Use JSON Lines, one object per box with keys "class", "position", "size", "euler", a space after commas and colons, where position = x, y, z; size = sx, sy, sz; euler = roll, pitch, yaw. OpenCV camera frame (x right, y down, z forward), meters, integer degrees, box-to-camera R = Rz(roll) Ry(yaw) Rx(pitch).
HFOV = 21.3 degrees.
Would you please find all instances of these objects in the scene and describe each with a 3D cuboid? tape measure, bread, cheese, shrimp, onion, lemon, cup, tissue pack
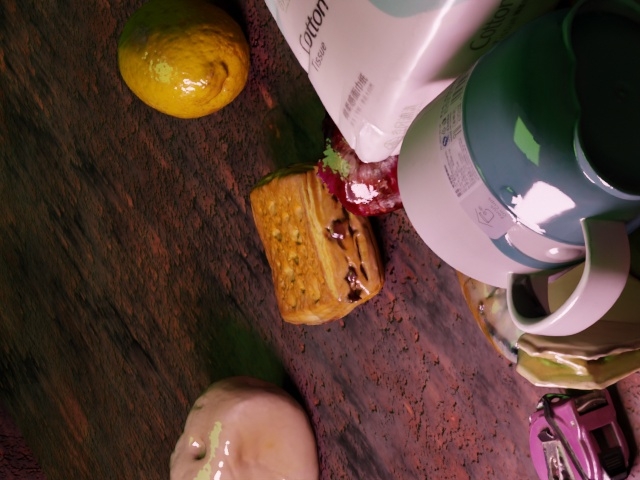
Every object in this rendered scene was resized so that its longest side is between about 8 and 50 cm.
{"class": "tape measure", "position": [0.275, 0.220, 1.831], "size": [0.118, 0.074, 0.125], "euler": [-34, 74, 62]}
{"class": "bread", "position": [0.000, 0.000, 2.186], "size": [0.235, 0.099, 0.210], "euler": [-19, 87, 68]}
{"class": "cheese", "position": [-0.108, 0.312, 2.450], "size": [0.117, 0.218, 0.235], "euler": [24, 147, 60]}
{"class": "shrimp", "position": [0.204, 0.004, 1.862], "size": [0.185, 0.068, 0.287], "euler": [5, 102, 61]}
{"class": "onion", "position": [0.086, -0.114, 1.949], "size": [0.135, 0.198, 0.173], "euler": [-1, 90, 21]}
{"class": "lemon", "position": [-0.183, -0.247, 2.293], "size": [0.207, 0.170, 0.170], "euler": [30, 131, 46]}
{"class": "cup", "position": [0.219, -0.058, 1.588], "size": [0.257, 0.219, 0.289], "euler": [139, 133, -60]}
{"class": "tissue pack", "position": [0.099, -0.285, 1.725], "size": [0.266, 0.194, 0.356], "euler": [60, 151, 19]}

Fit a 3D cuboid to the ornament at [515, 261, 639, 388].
{"class": "ornament", "position": [0.287, 0.085, 1.662], "size": [0.180, 0.201, 0.059], "euler": [2, 113, 15]}
